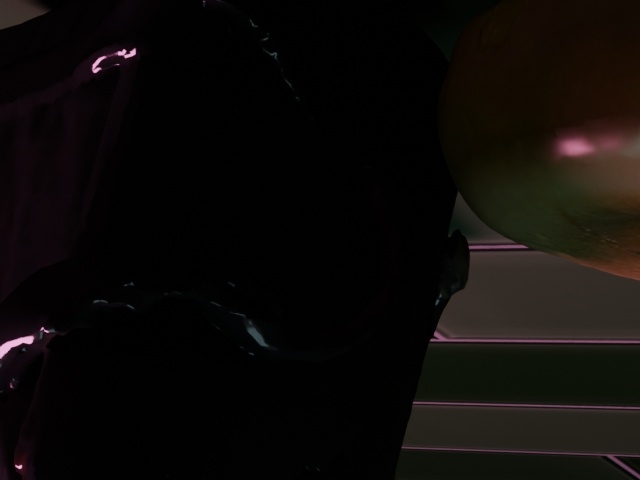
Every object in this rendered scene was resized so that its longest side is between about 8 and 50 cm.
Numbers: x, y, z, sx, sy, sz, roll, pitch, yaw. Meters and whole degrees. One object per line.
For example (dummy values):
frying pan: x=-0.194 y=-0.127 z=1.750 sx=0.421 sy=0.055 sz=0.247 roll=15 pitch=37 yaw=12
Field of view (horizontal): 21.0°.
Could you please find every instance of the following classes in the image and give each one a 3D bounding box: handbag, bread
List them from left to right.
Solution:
handbag: x=-0.048 y=0.026 z=0.612 sx=0.181 sy=0.254 sz=0.181 roll=31 pitch=151 yaw=-32
bread: x=0.141 y=-0.041 z=0.578 sx=0.213 sy=0.104 sz=0.213 roll=5 pitch=168 yaw=1
